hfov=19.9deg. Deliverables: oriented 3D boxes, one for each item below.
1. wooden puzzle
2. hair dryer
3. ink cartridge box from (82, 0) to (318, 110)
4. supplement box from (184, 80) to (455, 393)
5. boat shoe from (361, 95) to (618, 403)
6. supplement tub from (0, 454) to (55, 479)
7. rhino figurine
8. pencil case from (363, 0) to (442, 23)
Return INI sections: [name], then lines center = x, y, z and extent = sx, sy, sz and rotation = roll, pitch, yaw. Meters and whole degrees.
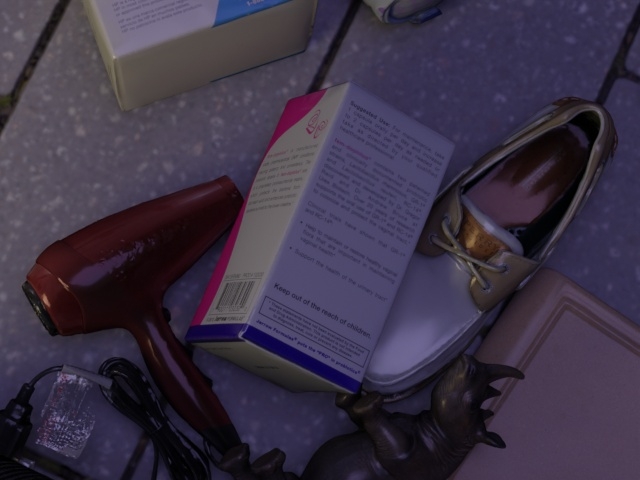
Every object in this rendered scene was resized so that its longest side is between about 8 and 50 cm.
[wooden puzzle]
center = 0.214, 0.172, 1.476
extent = 0.239, 0.044, 0.221
rotation = 33, 81, 8
[hair dryer]
center = -0.136, 0.081, 1.471
extent = 0.224, 0.080, 0.293
rotation = 21, 85, -15
[ink cartridge box]
center = -0.122, -0.254, 1.466
extent = 0.171, 0.168, 0.232
rotation = -19, 82, -6
[supplement box]
center = 0.000, 0.000, 1.433
extent = 0.114, 0.111, 0.220
rotation = 28, 75, -23
[boat shoe]
center = 0.122, -0.001, 1.467
extent = 0.113, 0.103, 0.302
rotation = 39, 81, 4
[supplement tub]
center = -0.261, 0.254, 1.314
extent = 0.338, 0.207, 0.207
rotation = 21, 79, 25
[rhino figurine]
center = 0.051, 0.161, 1.426
extent = 0.243, 0.073, 0.106
rotation = -29, 111, 5
[pencil case]
center = 0.037, -0.315, 1.513
extent = 0.124, 0.113, 0.273
rotation = -30, 83, -17
